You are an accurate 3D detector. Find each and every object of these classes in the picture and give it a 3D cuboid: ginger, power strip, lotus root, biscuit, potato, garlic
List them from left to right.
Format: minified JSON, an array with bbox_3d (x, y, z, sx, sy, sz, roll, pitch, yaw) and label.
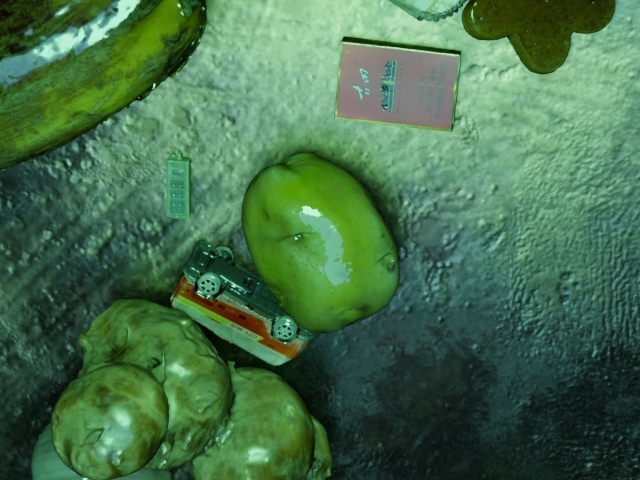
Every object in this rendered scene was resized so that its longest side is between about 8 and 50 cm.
[{"bbox_3d":[-0.299,-0.193,1.690,0.397,0.179,0.196,-25,125,10],"label":"lotus root"},{"bbox_3d":[-0.249,0.319,1.904,0.207,0.207,0.256,-40,101,19],"label":"garlic"},{"bbox_3d":[-0.162,-0.062,1.819,0.027,0.017,0.083,3,113,4],"label":"power strip"},{"bbox_3d":[-0.135,0.205,1.790,0.375,0.256,0.176,27,115,-33],"label":"ginger"},{"bbox_3d":[-0.002,0.002,1.758,0.155,0.137,0.200,-23,100,4],"label":"potato"},{"bbox_3d":[0.207,-0.290,1.647,0.180,0.039,0.236,-39,114,-5],"label":"biscuit"}]

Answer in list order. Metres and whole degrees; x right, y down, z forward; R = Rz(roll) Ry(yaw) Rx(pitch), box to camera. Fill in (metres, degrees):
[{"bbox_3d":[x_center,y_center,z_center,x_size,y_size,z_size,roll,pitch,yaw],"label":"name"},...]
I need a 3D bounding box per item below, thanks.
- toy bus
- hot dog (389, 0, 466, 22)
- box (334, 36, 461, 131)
[{"bbox_3d":[-0.086,0.078,1.836,0.174,0.079,0.077,31,120,-6],"label":"toy bus"},{"bbox_3d":[0.077,-0.303,1.674,0.191,0.059,0.108,29,125,-9],"label":"hot dog"},{"bbox_3d":[0.084,-0.170,1.745,0.133,0.023,0.090,8,110,3],"label":"box"}]
